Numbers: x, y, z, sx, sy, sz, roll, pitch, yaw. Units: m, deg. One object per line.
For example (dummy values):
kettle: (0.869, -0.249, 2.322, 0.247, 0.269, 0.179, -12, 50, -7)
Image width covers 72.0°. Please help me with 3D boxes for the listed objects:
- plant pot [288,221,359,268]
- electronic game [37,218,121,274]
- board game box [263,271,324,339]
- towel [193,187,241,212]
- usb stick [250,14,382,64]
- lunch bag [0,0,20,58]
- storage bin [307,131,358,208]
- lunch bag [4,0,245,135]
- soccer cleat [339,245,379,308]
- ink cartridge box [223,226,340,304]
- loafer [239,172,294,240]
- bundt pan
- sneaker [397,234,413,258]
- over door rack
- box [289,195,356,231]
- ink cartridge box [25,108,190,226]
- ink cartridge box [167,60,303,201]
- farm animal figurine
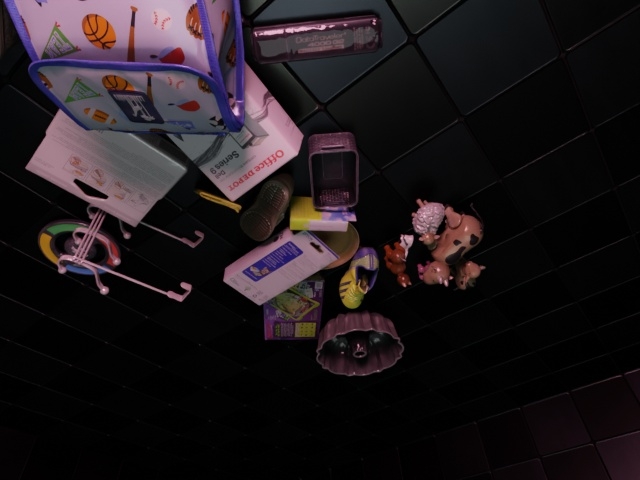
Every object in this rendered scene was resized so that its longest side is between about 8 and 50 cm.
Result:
plant pot: (0.000, 0.000, 1.352, 0.236, 0.032, 0.236, -2, 135, -2)
electronic game: (-0.716, 0.024, 1.316, 0.229, 0.048, 0.229, -2, 134, -2)
board game box: (-0.100, 0.241, 1.575, 0.208, 0.056, 0.347, -2, 135, -8)
towel: (-0.265, -0.104, 1.116, 0.102, 0.237, 0.021, 18, 93, -20)
usb stick: (-0.009, -0.422, 0.927, 0.278, 0.045, 0.077, -5, 128, 2)
lunch bag: (-0.714, -0.415, 0.737, 0.305, 0.256, 0.212, 18, 130, -20)
storage bin: (0.034, -0.179, 1.142, 0.122, 0.084, 0.180, -4, 135, 0)
lunch bag: (-0.306, -0.360, 0.734, 0.328, 0.239, 0.385, 4, 128, 6)
soccer cleat: (0.122, 0.145, 1.440, 0.093, 0.121, 0.289, 5, 134, -9)
ink cartridge box: (-0.120, 0.069, 1.339, 0.333, 0.065, 0.165, -30, 127, 23)
loafer: (-0.138, -0.089, 1.213, 0.102, 0.092, 0.268, 43, 139, -3)
bundt pan: (0.144, 0.380, 1.673, 0.331, 0.124, 0.331, -2, 134, -2)
sneaker: (0.259, 0.022, 1.393, 0.044, 0.040, 0.109, 12, 128, -1)
over door rack: (-0.507, 0.042, 1.212, 0.324, 0.239, 0.108, 18, 129, -19)
box: (0.004, -0.075, 1.224, 0.178, 0.109, 0.042, 2, 130, -6)
ink cartridge box: (-0.524, -0.196, 1.099, 0.296, 0.066, 0.261, 34, 124, -31)
ink cartridge box: (-0.207, -0.263, 0.978, 0.211, 0.121, 0.289, -31, 116, 23)
farm animal figurine: (0.375, 0.049, 1.303, 0.330, 0.172, 0.327, 5, 128, -25)
